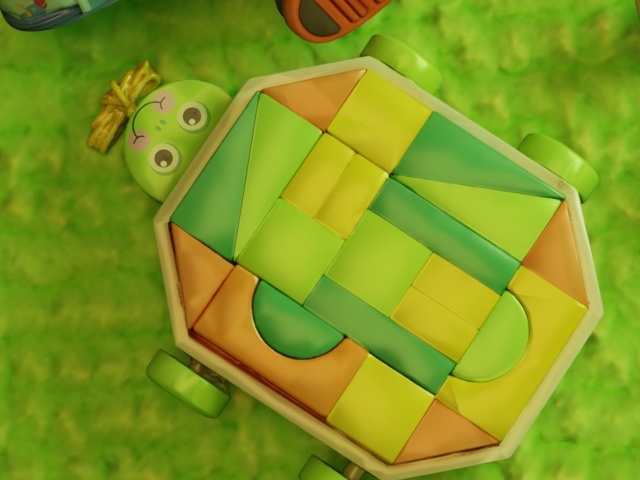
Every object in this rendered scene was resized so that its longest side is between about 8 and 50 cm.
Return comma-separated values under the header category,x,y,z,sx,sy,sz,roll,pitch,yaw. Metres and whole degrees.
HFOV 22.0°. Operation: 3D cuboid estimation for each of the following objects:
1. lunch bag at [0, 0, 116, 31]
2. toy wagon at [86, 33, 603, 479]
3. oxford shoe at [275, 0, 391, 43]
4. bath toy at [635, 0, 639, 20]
category,x,y,z,sx,sy,sz,roll,pitch,yaw
lunch bag,-0.123,-0.232,1.024,0.219,0.090,0.176,-28,44,-5
toy wagon,0.000,0.000,1.038,0.344,0.068,0.267,34,84,4
oxford shoe,0.035,-0.249,1.063,0.098,0.097,0.271,21,76,37
bath toy,0.304,-0.094,1.019,0.151,0.129,0.348,-25,84,-3
